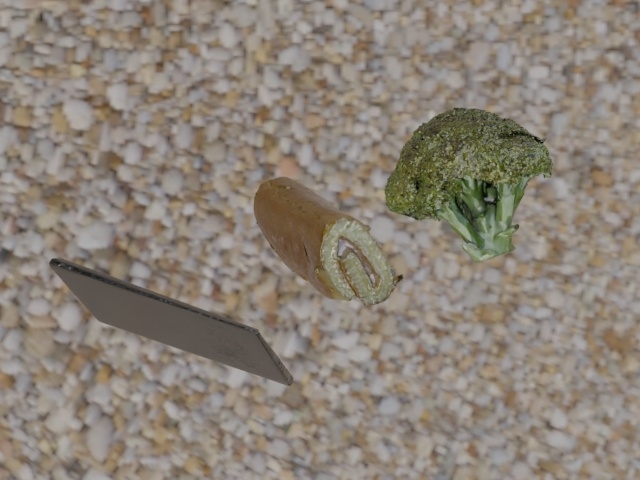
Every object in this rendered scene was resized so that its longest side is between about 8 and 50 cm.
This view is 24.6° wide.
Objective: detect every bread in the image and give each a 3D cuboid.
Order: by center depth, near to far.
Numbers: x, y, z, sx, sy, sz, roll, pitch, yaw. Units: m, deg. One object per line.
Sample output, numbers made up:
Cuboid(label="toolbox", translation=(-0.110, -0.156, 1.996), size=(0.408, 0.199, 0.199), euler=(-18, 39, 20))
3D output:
Cuboid(label="bread", translation=(0.000, 0.000, 0.679), size=(0.036, 0.083, 0.047), euler=(-44, 119, -7))

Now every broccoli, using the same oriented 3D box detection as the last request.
Cuboid(label="broccoli", translation=(0.115, -0.044, 1.136), size=(0.131, 0.130, 0.120), euler=(-19, 86, -10))

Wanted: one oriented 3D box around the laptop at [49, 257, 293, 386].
Cuboid(label="laptop", translation=(-0.122, 0.066, 1.222), size=(0.135, 0.197, 0.016), euler=(65, 46, -64))
